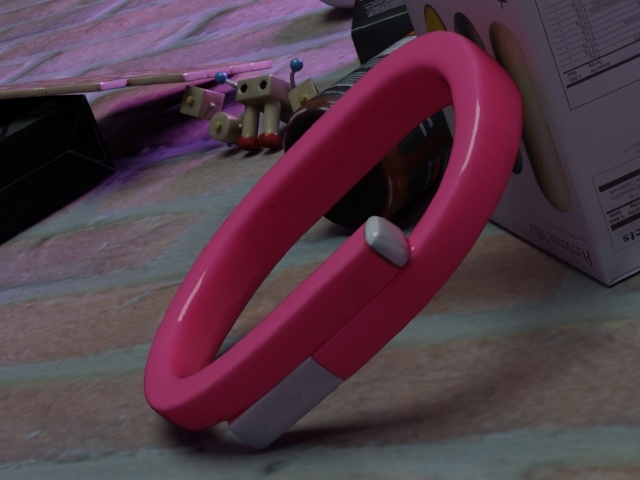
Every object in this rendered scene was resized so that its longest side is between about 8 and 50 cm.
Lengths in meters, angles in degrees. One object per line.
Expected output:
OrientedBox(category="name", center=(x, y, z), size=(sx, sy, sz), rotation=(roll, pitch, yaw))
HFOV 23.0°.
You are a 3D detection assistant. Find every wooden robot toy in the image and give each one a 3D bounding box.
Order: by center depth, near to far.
OrientedBox(category="wooden robot toy", center=(-0.044, -0.116, 1.446), size=(0.173, 0.076, 0.079), rotation=(-4, -10, 40))

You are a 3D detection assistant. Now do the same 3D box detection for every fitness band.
OrientedBox(category="fitness band", center=(0.000, 0.000, 0.913), size=(0.291, 0.054, 0.209), rotation=(-43, 24, 27))

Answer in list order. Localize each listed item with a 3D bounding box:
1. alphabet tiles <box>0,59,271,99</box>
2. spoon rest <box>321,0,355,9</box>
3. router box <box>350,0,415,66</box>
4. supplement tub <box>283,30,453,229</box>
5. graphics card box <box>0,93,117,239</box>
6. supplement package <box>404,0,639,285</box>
OrientedBox(category="alphabet tiles", center=(-0.221, -0.162, 1.612), size=(0.285, 0.011, 0.342), rotation=(-3, 8, 20))
OrientedBox(category="spoon rest", center=(0.104, -0.319, 1.765), size=(0.276, 0.084, 0.137), rotation=(-4, 26, 39))
OrientedBox(category="router box", center=(0.187, -0.238, 1.467), size=(0.309, 0.081, 0.243), rotation=(-17, 19, 11))
OrientedBox(category="supplement tub", center=(0.070, -0.095, 1.174), size=(0.106, 0.106, 0.198), rotation=(0, 28, 46))
OrientedBox(category="graphics card box", center=(-0.401, -0.059, 1.585), size=(0.233, 0.094, 0.371), rotation=(-33, 24, -32))
OrientedBox(category="supplement package", center=(0.177, -0.150, 0.968), size=(0.198, 0.263, 0.199), rotation=(-25, 20, -11))
